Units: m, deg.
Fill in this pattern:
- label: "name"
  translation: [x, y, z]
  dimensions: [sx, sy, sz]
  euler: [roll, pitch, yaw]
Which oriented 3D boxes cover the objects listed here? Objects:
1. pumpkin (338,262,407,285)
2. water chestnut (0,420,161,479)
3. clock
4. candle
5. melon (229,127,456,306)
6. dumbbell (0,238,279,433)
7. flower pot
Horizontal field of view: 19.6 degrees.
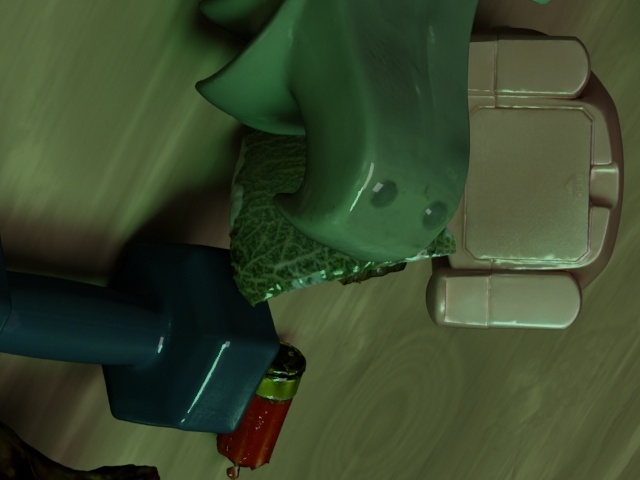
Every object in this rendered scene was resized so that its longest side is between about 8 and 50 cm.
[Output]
- label: "pumpkin"
  translation: [0.043, -0.008, 1.497]
  dimensions: [0.074, 0.054, 0.083]
  euler: [-15, 125, -37]
- label: "water chestnut"
  translation: [-0.251, 0.245, 1.315]
  dimensions: [0.244, 0.289, 0.289]
  euler: [-54, 152, -43]
- label: "clock"
  translation: [0.154, -0.051, 1.422]
  dimensions: [0.142, 0.241, 0.227]
  euler: [2, 95, 4]
- label: "candle"
  translation: [-0.054, 0.147, 1.542]
  dimensions: [0.052, 0.052, 0.130]
  euler: [-4, 125, -38]
- label: "melon"
  translation: [-0.004, 0.000, 1.335]
  dimensions: [0.139, 0.202, 0.093]
  euler: [-46, 140, -21]
- label: "dumbbell"
  translation: [-0.183, 0.054, 1.289]
  dimensions: [0.316, 0.156, 0.144]
  euler: [12, 144, -44]
- label: "flower pot"
  translation: [0.061, -0.189, 1.213]
  dimensions: [0.164, 0.254, 0.367]
  euler: [21, 110, -47]
